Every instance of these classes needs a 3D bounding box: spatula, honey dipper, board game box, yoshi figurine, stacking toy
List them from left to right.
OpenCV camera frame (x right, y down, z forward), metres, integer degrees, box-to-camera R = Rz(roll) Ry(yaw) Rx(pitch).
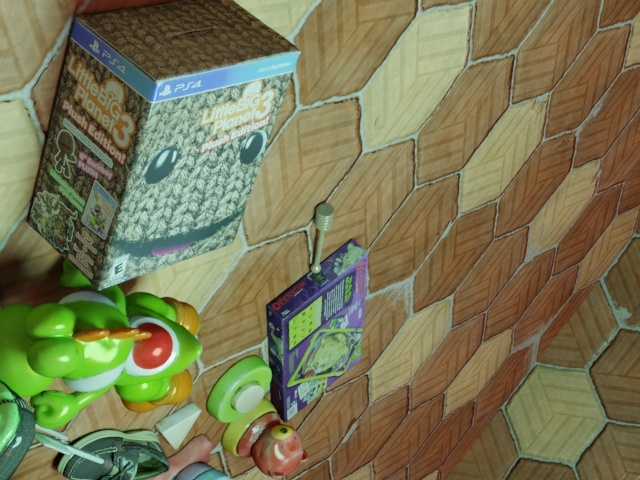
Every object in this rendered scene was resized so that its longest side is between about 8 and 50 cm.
[{"bbox_3d":[-0.372,0.233,1.654,0.019,0.168,0.242,-58,163,-8],"label":"spatula"},{"bbox_3d":[-0.299,0.132,1.597,0.203,0.203,0.362,-46,161,7],"label":"yoshi figurine"},{"bbox_3d":[-0.187,-0.120,1.505,0.232,0.141,0.291,-21,142,-46],"label":"board game box"},{"bbox_3d":[-0.153,0.365,2.210,0.309,0.130,0.279,-35,150,-31],"label":"stacking toy"},{"bbox_3d":[-0.005,0.168,2.289,0.208,0.056,0.346,-33,150,-24],"label":"board game box"},{"bbox_3d":[0.000,0.000,2.098,0.030,0.030,0.160,-35,154,-29],"label":"honey dipper"}]

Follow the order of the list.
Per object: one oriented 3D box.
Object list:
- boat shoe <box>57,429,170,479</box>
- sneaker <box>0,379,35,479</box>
[{"bbox_3d":[-0.313,0.344,1.988,0.080,0.073,0.223,-58,154,14],"label":"boat shoe"},{"bbox_3d":[-0.428,0.340,1.552,0.202,0.185,0.482,10,130,-26],"label":"sneaker"}]
